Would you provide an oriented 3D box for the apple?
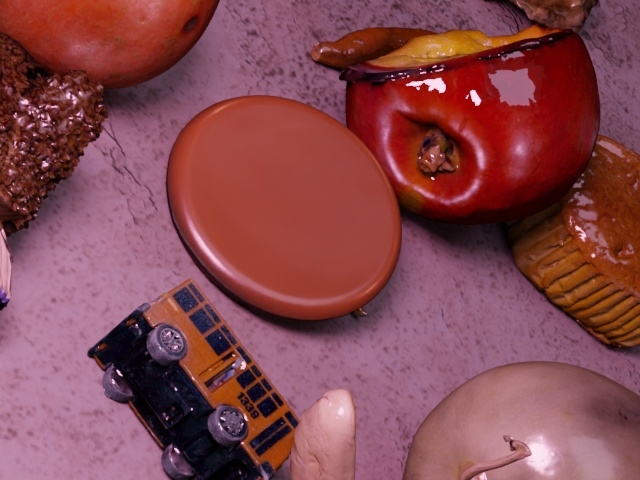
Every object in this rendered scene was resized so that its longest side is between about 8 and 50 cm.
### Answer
[{"bbox_3d":[-0.204,-0.268,1.590,0.253,0.253,0.253,28,43,-30],"label":"apple"}]

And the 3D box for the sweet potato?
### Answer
[{"bbox_3d":[0.088,-0.220,2.024,0.264,0.057,0.057,-1,61,-41],"label":"sweet potato"}]

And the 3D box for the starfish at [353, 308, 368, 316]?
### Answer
[{"bbox_3d":[0.000,0.000,1.756,0.208,0.053,0.176,-40,102,-48],"label":"starfish"}]

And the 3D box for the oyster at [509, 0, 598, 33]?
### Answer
[{"bbox_3d":[0.310,-0.363,2.358,0.166,0.094,0.294,42,30,0],"label":"oyster"}]

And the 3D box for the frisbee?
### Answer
[{"bbox_3d":[-0.031,-0.037,1.707,0.251,0.021,0.251,13,56,-21],"label":"frisbee"}]

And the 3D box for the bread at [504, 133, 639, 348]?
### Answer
[{"bbox_3d":[0.340,-0.006,2.047,0.253,0.142,0.227,36,47,-24],"label":"bread"}]

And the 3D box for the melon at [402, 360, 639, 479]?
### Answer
[{"bbox_3d":[0.214,0.238,1.612,0.308,0.272,0.272,20,47,-27],"label":"melon"}]

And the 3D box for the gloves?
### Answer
[{"bbox_3d":[-0.290,-0.082,1.428,0.210,0.135,0.312,24,42,-24],"label":"gloves"}]

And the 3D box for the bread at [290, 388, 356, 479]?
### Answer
[{"bbox_3d":[0.000,0.211,1.475,0.053,0.214,0.073,0,34,-3],"label":"bread"}]

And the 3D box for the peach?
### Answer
[{"bbox_3d":[0.175,-0.124,1.909,0.362,0.258,0.201,-36,119,-66],"label":"peach"}]

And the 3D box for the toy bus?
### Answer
[{"bbox_3d":[-0.100,0.133,1.493,0.182,0.091,0.103,53,37,3],"label":"toy bus"}]
